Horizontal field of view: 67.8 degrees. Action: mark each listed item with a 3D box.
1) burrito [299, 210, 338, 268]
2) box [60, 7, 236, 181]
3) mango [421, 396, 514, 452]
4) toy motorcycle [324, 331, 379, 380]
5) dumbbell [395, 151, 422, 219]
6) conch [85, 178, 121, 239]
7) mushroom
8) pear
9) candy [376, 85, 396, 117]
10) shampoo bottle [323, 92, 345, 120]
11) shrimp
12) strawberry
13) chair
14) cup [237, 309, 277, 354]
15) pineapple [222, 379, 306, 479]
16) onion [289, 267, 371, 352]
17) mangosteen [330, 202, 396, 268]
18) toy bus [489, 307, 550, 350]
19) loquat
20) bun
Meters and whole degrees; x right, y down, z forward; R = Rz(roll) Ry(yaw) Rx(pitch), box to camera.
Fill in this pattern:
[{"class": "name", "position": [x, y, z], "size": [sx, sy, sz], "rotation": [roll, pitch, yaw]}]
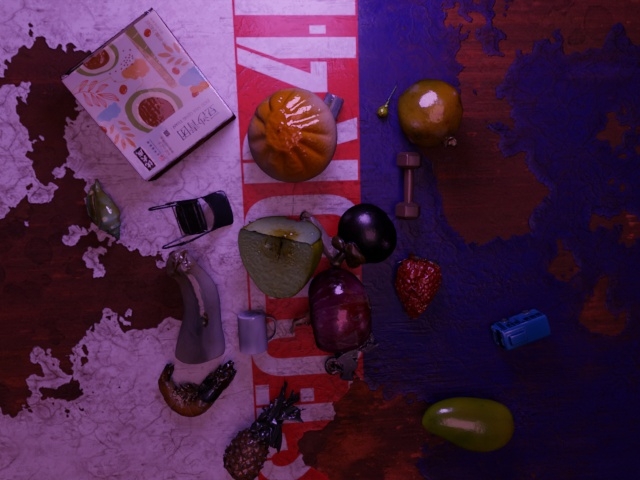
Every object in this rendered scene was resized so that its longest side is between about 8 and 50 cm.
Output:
[{"class": "burrito", "position": [0.001, -0.001, 1.630], "size": [0.058, 0.063, 0.229], "rotation": [-25, 103, 32]}, {"class": "box", "position": [-0.518, -0.438, 1.476], "size": [0.345, 0.122, 0.385], "rotation": [-37, 101, 0]}, {"class": "mango", "position": [0.538, 0.672, 1.746], "size": [0.344, 0.156, 0.192], "rotation": [7, 89, -3]}, {"class": "toy motorcycle", "position": [0.121, 0.418, 1.701], "size": [0.215, 0.080, 0.122], "rotation": [-40, 101, -3]}, {"class": "dumbbell", "position": [0.300, -0.185, 1.620], "size": [0.082, 0.092, 0.230], "rotation": [4, 99, 23]}, {"class": "conch", "position": [-0.700, -0.090, 1.538], "size": [0.095, 0.079, 0.200], "rotation": [-34, 84, 13]}, {"class": "mushroom", "position": [-0.418, 0.219, 1.592], "size": [0.178, 0.126, 0.396], "rotation": [0, 103, 3]}, {"class": "pear", "position": [-0.117, 0.065, 1.563], "size": [0.293, 0.159, 0.292], "rotation": [7, 108, 22]}, {"class": "candy", "position": [0.227, -0.468, 1.600], "size": [0.035, 0.035, 0.122], "rotation": [28, 86, -20]}, {"class": "shampoo bottle", "position": [0.005, -0.375, 1.568], "size": [0.072, 0.072, 0.213], "rotation": [24, 96, -9]}, {"class": "shrimp", "position": [-0.435, 0.486, 1.662], "size": [0.290, 0.054, 0.222], "rotation": [-42, 101, 10]}, {"class": "strawberry", "position": [0.332, 0.166, 1.671], "size": [0.175, 0.098, 0.228], "rotation": [19, 96, -8]}, {"class": "chair", "position": [-0.415, -0.077, 1.558], "size": [0.145, 0.221, 0.140], "rotation": [-7, 104, 39]}, {"class": "cup", "position": [-0.224, 0.312, 1.650], "size": [0.099, 0.136, 0.133], "rotation": [1, 100, 28]}, {"class": "pineapple", "position": [-0.190, 0.669, 1.667], "size": [0.166, 0.165, 0.364], "rotation": [38, 92, -10]}, {"class": "onion", "position": [0.055, 0.218, 1.583], "size": [0.273, 0.256, 0.230], "rotation": [-20, 117, -25]}, {"class": "mangosteen", "position": [0.128, 0.000, 1.570], "size": [0.250, 0.211, 0.211], "rotation": [-40, 101, 1]}, {"class": "toy bus", "position": [0.725, 0.325, 1.734], "size": [0.185, 0.106, 0.090], "rotation": [-21, 103, -2]}, {"class": "loquat", "position": [0.358, -0.390, 1.519], "size": [0.214, 0.213, 0.246], "rotation": [-31, 71, 0]}, {"class": "bun", "position": [-0.098, -0.330, 1.474], "size": [0.299, 0.165, 0.298], "rotation": [1, 94, 15]}]
